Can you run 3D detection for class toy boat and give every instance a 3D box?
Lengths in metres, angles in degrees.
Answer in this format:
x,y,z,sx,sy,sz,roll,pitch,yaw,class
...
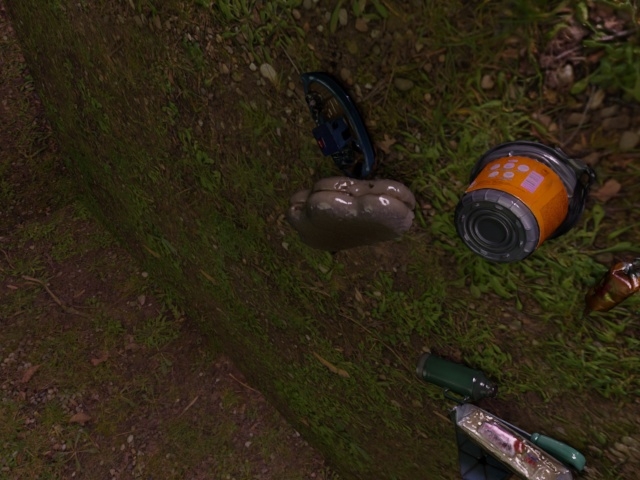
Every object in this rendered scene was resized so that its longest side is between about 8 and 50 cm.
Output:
x,y,z,sx,sy,sz,roll,pitch,yaw,class
0.024,-0.218,0.826,0.100,0.097,0.223,-10,116,51,toy boat

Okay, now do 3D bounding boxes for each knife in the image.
x,y,z,sx,sy,sz,roll,pitch,yaw,class
0.487,0.462,1.017,0.260,0.034,0.063,13,146,53,knife

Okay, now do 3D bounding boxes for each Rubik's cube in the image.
x,y,z,sx,sy,sz,roll,pitch,yaw,class
0.429,0.600,1.088,0.211,0.178,0.190,46,145,5,Rubik's cube

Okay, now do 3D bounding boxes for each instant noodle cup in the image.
x,y,z,sx,sy,sz,roll,pitch,yaw,class
0.286,-0.044,0.652,0.177,0.125,0.208,48,148,4,instant noodle cup

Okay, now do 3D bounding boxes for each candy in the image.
x,y,z,sx,sy,sz,roll,pitch,yaw,class
0.444,0.068,0.645,0.046,0.053,0.182,45,146,23,candy

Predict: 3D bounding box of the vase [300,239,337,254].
x,y,z,sx,sy,sz,roll,pitch,yaw,class
0.000,0.000,1.120,0.101,0.053,0.053,26,140,26,vase

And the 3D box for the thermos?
x,y,z,sx,sy,sz,roll,pitch,yaw,class
0.325,0.331,1.028,0.188,0.083,0.073,8,107,45,thermos

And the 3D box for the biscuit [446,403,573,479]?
x,y,z,sx,sy,sz,roll,pitch,yaw,class
0.438,0.482,0.990,0.309,0.079,0.186,33,168,28,biscuit

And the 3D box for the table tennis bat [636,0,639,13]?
x,y,z,sx,sy,sz,roll,pitch,yaw,class
0.454,-0.125,0.441,0.368,0.054,0.224,49,149,-5,table tennis bat

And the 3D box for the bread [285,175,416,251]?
x,y,z,sx,sy,sz,roll,pitch,yaw,class
0.034,-0.059,0.908,0.183,0.101,0.337,24,158,-27,bread
